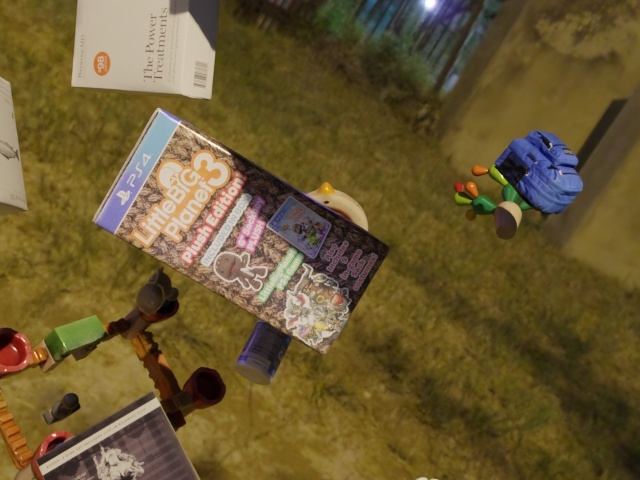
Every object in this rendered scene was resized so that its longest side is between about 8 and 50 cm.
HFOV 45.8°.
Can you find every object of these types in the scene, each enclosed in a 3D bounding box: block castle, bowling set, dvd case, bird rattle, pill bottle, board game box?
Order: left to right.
[{"bbox_3d":[-0.418,0.275,1.488,0.453,0.213,0.303,-17,73,-54],"label":"block castle"},{"bbox_3d":[-0.226,0.321,0.923,0.221,0.164,0.018,57,-10,17],"label":"dvd case"},{"bbox_3d":[-0.153,-0.012,1.123,0.199,0.287,0.154,15,4,-7],"label":"bowling set"},{"bbox_3d":[-0.089,-0.017,0.912,0.291,0.141,0.232,31,3,-7],"label":"board game box"},{"bbox_3d":[-0.101,0.199,1.447,0.078,0.137,0.078,20,-30,12],"label":"pill bottle"},{"bbox_3d":[0.000,0.000,1.481,0.253,0.207,0.143,45,23,-14],"label":"bird rattle"}]

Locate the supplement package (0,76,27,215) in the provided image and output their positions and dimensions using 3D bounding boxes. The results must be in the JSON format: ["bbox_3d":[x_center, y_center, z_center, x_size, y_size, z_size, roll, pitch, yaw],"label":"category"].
[{"bbox_3d":[-0.450,-0.121,0.958,0.105,0.179,0.105,-9,-3,-3],"label":"supplement package"}]

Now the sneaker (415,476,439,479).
[{"bbox_3d":[0.177,0.389,1.027,0.292,0.118,0.110,25,47,-35],"label":"sneaker"}]

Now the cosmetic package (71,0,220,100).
[{"bbox_3d":[-0.329,-0.466,1.439,0.284,0.378,0.097,9,7,31],"label":"cosmetic package"}]

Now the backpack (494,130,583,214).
[{"bbox_3d":[0.349,-0.105,1.184,0.098,0.101,0.120,-4,51,-40],"label":"backpack"}]

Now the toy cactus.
[{"bbox_3d":[0.345,-0.064,1.395,0.218,0.112,0.181,3,41,18],"label":"toy cactus"}]
